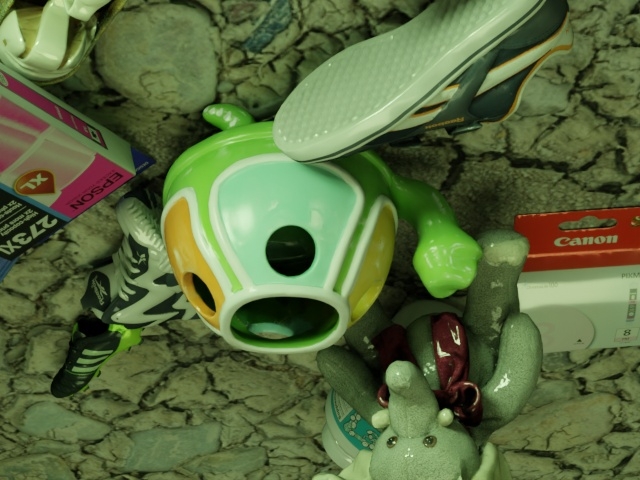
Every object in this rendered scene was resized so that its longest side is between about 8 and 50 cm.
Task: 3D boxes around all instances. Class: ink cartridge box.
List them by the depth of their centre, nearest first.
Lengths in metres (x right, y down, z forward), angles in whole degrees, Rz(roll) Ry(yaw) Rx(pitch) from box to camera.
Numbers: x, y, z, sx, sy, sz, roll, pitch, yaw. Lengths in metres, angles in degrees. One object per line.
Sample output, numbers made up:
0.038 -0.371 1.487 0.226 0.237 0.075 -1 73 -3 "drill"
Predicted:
-0.317 -0.072 1.475 0.176 0.069 0.371 -34 156 12 "ink cartridge box"
0.329 0.055 1.824 0.189 0.066 0.232 -4 146 0 "ink cartridge box"

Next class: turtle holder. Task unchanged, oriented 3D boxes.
-0.015 0.009 1.589 0.320 0.227 0.243 20 134 -27 "turtle holder"

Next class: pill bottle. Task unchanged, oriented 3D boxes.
0.101 0.204 1.909 0.146 0.146 0.264 14 138 -23 "pill bottle"

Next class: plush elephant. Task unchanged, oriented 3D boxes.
0.118 0.188 1.641 0.272 0.255 0.329 -8 110 16 "plush elephant"

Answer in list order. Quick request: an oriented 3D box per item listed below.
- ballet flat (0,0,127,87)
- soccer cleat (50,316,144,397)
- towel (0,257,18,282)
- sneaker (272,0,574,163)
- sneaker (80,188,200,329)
-0.236 -0.229 1.361 0.123 0.123 0.348 20 135 -28 "ballet flat"
-0.299 0.139 1.863 0.072 0.060 0.179 35 121 -27 "soccer cleat"
-0.513 -0.013 1.661 0.336 0.040 0.243 19 135 -27 "towel"
0.111 -0.154 1.462 0.321 0.126 0.127 -31 133 16 "sneaker"
-0.226 0.037 1.703 0.153 0.094 0.235 -20 152 8 "sneaker"
